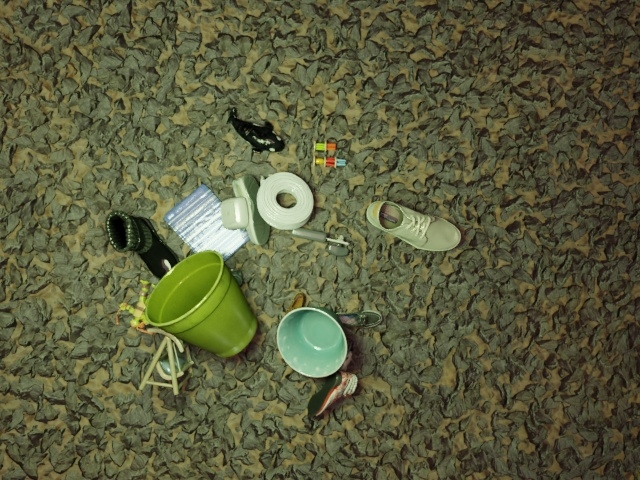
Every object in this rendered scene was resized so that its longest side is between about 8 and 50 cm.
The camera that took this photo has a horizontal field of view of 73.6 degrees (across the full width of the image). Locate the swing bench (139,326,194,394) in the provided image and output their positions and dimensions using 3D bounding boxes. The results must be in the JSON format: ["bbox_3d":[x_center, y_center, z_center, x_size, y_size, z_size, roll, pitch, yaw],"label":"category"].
[{"bbox_3d":[-0.627,0.476,1.806,0.165,0.253,0.255,9,89,-3],"label":"swing bench"}]

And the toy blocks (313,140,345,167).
[{"bbox_3d":[0.042,-0.395,1.961,0.148,0.054,0.123,3,89,-3],"label":"toy blocks"}]

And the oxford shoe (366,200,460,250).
[{"bbox_3d":[0.427,-0.064,1.938,0.449,0.130,0.169,20,86,-4],"label":"oxford shoe"}]

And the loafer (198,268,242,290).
[{"bbox_3d":[-0.479,0.188,1.919,0.267,0.084,0.096,-11,120,0],"label":"loafer"}]

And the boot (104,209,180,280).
[{"bbox_3d":[-0.746,0.036,1.806,0.131,0.260,0.348,-38,90,-3],"label":"boot"}]

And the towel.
[{"bbox_3d":[-0.511,-0.060,1.939,0.243,0.040,0.336,-41,92,-6],"label":"towel"}]

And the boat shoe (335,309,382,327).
[{"bbox_3d":[0.170,0.357,1.939,0.228,0.076,0.080,4,88,-3],"label":"boat shoe"}]

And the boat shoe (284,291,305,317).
[{"bbox_3d":[-0.119,0.317,1.932,0.064,0.060,0.178,22,88,-2],"label":"boat shoe"}]

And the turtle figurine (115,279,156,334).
[{"bbox_3d":[-0.769,0.295,1.869,0.269,0.087,0.217,14,78,35],"label":"turtle figurine"}]

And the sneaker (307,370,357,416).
[{"bbox_3d":[0.060,0.694,1.915,0.145,0.090,0.270,17,113,-33],"label":"sneaker"}]

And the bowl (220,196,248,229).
[{"bbox_3d":[-0.385,-0.119,1.869,0.142,0.053,0.142,-6,88,35],"label":"bowl"}]

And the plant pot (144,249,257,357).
[{"bbox_3d":[-0.450,0.293,1.755,0.366,0.366,0.353,-36,125,-3],"label":"plant pot"}]

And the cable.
[{"bbox_3d":[-0.153,-0.177,1.896,0.257,0.089,0.257,12,68,-13],"label":"cable"}]

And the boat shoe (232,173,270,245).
[{"bbox_3d":[-0.314,-0.131,1.918,0.103,0.118,0.321,-15,93,36],"label":"boat shoe"}]

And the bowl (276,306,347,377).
[{"bbox_3d":[-0.015,0.414,1.857,0.311,0.163,0.312,4,101,18],"label":"bowl"}]

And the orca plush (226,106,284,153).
[{"bbox_3d":[-0.292,-0.497,1.922,0.287,0.102,0.151,45,87,-1],"label":"orca plush"}]

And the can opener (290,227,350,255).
[{"bbox_3d":[0.000,0.000,1.939,0.280,0.074,0.093,16,89,-2],"label":"can opener"}]

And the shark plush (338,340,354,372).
[{"bbox_3d":[0.103,0.529,1.945,0.067,0.073,0.161,28,92,28],"label":"shark plush"}]
